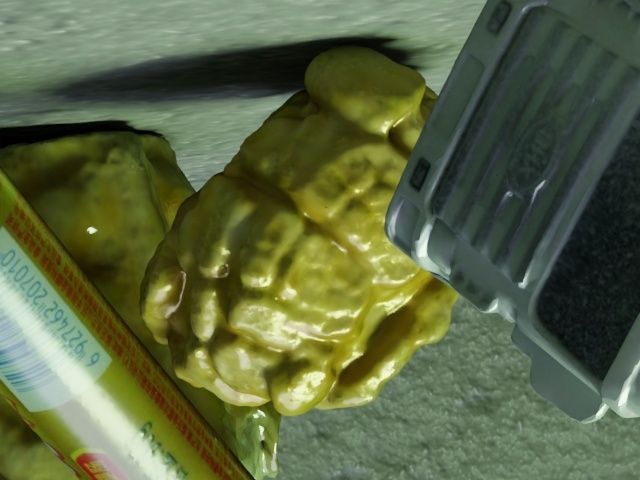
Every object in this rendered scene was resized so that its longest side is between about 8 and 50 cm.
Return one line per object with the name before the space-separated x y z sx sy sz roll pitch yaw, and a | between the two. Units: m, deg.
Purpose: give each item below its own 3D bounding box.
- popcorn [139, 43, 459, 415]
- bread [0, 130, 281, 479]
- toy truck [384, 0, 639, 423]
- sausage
popcorn | 0.009 -0.006 0.785 0.194 0.140 0.163 -50 -170 -33
bread | -0.152 0.055 0.979 0.238 0.252 0.196 -9 173 -18
toy truck | 0.203 -0.017 0.598 0.367 0.146 0.175 0 -147 -42
sausage | -0.129 0.052 0.768 0.082 0.082 0.371 -8 134 30
